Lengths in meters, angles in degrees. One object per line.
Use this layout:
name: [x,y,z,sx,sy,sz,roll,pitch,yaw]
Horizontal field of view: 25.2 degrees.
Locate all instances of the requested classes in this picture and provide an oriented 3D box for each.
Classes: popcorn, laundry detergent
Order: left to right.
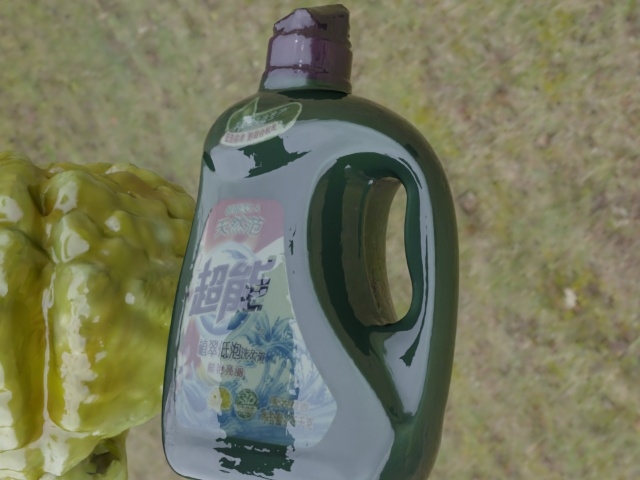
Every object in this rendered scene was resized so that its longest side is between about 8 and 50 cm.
popcorn: [-0.184,0.055,0.965,0.224,0.270,0.258,11,142,49]
laundry detergent: [0.000,0.000,0.629,0.144,0.078,0.221,2,80,39]
